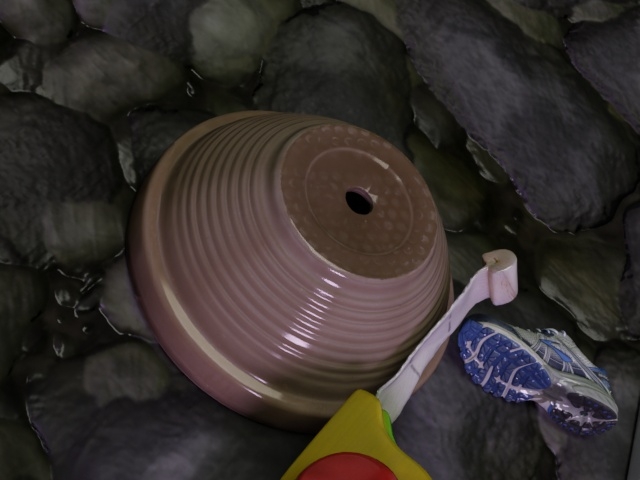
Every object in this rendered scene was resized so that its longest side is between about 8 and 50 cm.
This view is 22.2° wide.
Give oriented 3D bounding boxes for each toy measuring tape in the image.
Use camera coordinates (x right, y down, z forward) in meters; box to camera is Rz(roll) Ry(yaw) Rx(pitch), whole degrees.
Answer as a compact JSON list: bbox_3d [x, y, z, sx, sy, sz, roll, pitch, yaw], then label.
[{"bbox_3d":[0.061,0.141,1.000,0.121,0.121,0.330,43,62,-1],"label":"toy measuring tape"}]

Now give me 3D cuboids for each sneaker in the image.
[{"bbox_3d":[0.154,0.087,1.164,0.135,0.052,0.058,34,40,-19],"label":"sneaker"}]

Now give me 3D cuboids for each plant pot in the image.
[{"bbox_3d":[0.000,0.000,1.080,0.237,0.110,0.237,14,56,-22],"label":"plant pot"}]

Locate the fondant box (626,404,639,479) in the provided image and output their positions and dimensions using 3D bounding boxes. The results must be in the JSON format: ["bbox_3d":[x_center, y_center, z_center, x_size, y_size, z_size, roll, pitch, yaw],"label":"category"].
[{"bbox_3d":[0.326,0.248,1.131,0.238,0.096,0.330,29,50,-12],"label":"fondant box"}]
